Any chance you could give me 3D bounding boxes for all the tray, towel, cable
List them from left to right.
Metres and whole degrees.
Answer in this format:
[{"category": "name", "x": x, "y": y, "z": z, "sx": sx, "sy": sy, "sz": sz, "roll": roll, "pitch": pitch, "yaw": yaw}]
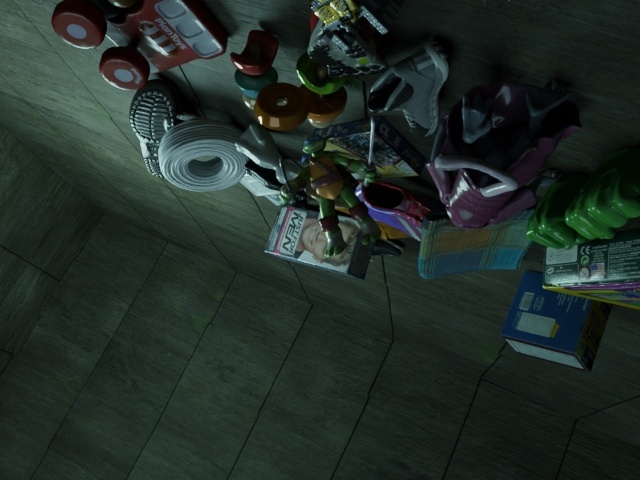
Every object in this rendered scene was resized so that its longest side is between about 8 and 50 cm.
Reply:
[{"category": "cable", "x": -0.319, "y": -0.234, "z": 1.696, "sx": 0.257, "sy": 0.089, "sz": 0.257, "roll": 2, "pitch": 148, "yaw": -22}, {"category": "tray", "x": -0.145, "y": -0.178, "z": 1.828, "sx": 0.270, "sy": 0.030, "sz": 0.145, "roll": -1, "pitch": 148, "yaw": 42}, {"category": "towel", "x": 0.372, "y": 0.009, "z": 1.452, "sx": 0.272, "sy": 0.040, "sz": 0.370, "roll": -6, "pitch": 158, "yaw": 5}]

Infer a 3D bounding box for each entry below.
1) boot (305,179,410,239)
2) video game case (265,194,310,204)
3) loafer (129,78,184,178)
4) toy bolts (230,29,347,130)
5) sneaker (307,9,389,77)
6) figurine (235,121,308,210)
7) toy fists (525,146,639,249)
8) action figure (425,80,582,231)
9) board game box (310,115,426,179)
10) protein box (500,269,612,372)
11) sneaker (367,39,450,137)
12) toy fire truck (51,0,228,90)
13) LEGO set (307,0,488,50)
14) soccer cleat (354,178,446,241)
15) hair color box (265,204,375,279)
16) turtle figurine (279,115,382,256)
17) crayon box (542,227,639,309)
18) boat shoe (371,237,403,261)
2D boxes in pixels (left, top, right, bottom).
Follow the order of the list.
[{"category": "boot", "x": 0.111, "y": -0.081, "z": 1.671, "sx": 0.295, "sy": 0.104, "sz": 0.211, "roll": 16, "pitch": 161, "yaw": 20}, {"category": "video game case", "x": -0.148, "y": -0.167, "z": 1.951, "sx": 0.173, "sy": 0.022, "sz": 0.190, "roll": 36, "pitch": 161, "yaw": -31}, {"category": "loafer", "x": -0.456, "y": -0.331, "z": 1.733, "sx": 0.134, "sy": 0.130, "sz": 0.366, "roll": 12, "pitch": 147, "yaw": -6}, {"category": "toy bolts", "x": -0.082, "y": -0.276, "z": 1.198, "sx": 0.229, "sy": 0.218, "sz": 0.158, "roll": 30, "pitch": 151, "yaw": 14}, {"category": "sneaker", "x": 0.051, "y": -0.334, "z": 0.981, "sx": 0.107, "sy": 0.118, "sz": 0.279, "roll": -2, "pitch": -178, "yaw": 12}, {"category": "figurine", "x": -0.113, "y": -0.185, "z": 1.612, "sx": 0.209, "sy": 0.092, "sz": 0.215, "roll": 43, "pitch": 168, "yaw": 17}, {"category": "toy fists", "x": 0.473, "y": -0.057, "z": 1.089, "sx": 0.096, "sy": 0.142, "sz": 0.279, "roll": 43, "pitch": 163, "yaw": -4}, {"category": "action figure", "x": 0.304, "y": -0.100, "z": 1.064, "sx": 0.248, "sy": 0.275, "sz": 0.370, "roll": 18, "pitch": 149, "yaw": 7}, {"category": "board game box", "x": 0.102, "y": -0.206, "z": 1.408, "sx": 0.165, "sy": 0.042, "sz": 0.243, "roll": 37, "pitch": 161, "yaw": -32}, {"category": "protein box", "x": 0.621, "y": 0.209, "z": 1.602, "sx": 0.201, "sy": 0.199, "sz": 0.136, "roll": 10, "pitch": 157, "yaw": 44}, {"category": "sneaker", "x": 0.139, "y": -0.242, "z": 1.059, "sx": 0.086, "sy": 0.132, "sz": 0.228, "roll": 60, "pitch": 169, "yaw": 24}, {"category": "toy fire truck", "x": -0.361, "y": -0.455, "z": 1.205, "sx": 0.254, "sy": 0.169, "sz": 0.302, "roll": -11, "pitch": 147, "yaw": 25}, {"category": "LEGO set", "x": 0.056, "y": -0.366, "z": 0.716, "sx": 0.331, "sy": 0.192, "sz": 0.255, "roll": 7, "pitch": 154, "yaw": 49}, {"category": "soccer cleat", "x": 0.223, "y": -0.069, "z": 1.471, "sx": 0.318, "sy": 0.108, "sz": 0.116, "roll": 20, "pitch": 170, "yaw": -4}, {"category": "hair color box", "x": 0.000, "y": 0.000, "z": 1.937, "sx": 0.347, "sy": 0.173, "sz": 0.105, "roll": 13, "pitch": 172, "yaw": 38}, {"category": "turtle figurine", "x": 0.024, "y": -0.100, "z": 1.322, "sx": 0.266, "sy": 0.198, "sz": 0.275, "roll": 66, "pitch": 161, "yaw": -12}, {"category": "crayon box", "x": 0.656, "y": 0.059, "z": 1.112, "sx": 0.313, "sy": 0.106, "sz": 0.363, "roll": 11, "pitch": 170, "yaw": -20}, {"category": "boat shoe", "x": 0.146, "y": 0.020, "z": 1.971, "sx": 0.255, "sy": 0.079, "sz": 0.095, "roll": 17, "pitch": 161, "yaw": 30}]
